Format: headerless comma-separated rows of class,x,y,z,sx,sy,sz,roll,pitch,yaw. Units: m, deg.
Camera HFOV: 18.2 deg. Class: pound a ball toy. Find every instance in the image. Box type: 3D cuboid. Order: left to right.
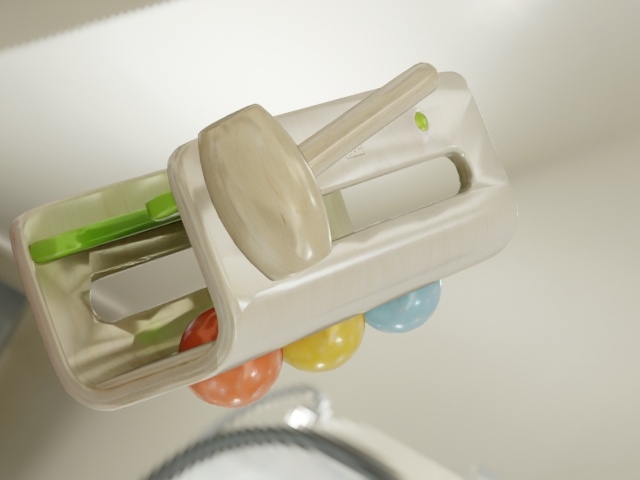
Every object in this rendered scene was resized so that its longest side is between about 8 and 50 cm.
pound a ball toy,0.000,0.000,1.029,0.208,0.135,0.319,-20,-179,36
